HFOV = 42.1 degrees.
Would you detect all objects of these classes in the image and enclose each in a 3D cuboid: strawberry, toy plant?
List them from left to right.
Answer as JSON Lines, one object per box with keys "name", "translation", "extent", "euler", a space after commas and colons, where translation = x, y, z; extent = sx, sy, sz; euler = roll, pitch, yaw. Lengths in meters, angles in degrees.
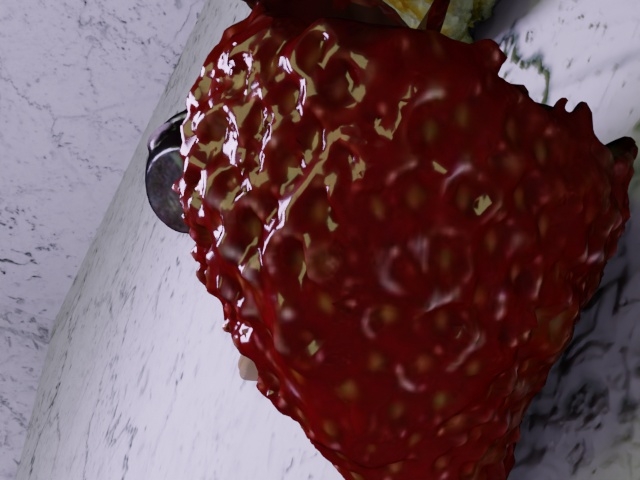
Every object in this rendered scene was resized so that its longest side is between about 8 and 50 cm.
{"name": "toy plant", "translation": [-0.137, -0.100, 1.137], "extent": [0.218, 0.175, 0.235], "euler": [-46, 0, 31]}
{"name": "strawberry", "translation": [0.032, 0.006, 0.453], "extent": [0.257, 0.261, 0.261], "euler": [-60, 21, 8]}

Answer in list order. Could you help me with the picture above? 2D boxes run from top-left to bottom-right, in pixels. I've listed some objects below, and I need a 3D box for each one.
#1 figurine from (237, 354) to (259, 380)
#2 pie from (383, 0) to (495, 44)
{"name": "figurine", "translation": [0.004, 0.001, 0.674], "extent": [0.162, 0.141, 0.236], "euler": [121, 162, -51]}
{"name": "pie", "translation": [0.067, -0.243, 0.736], "extent": [0.090, 0.201, 0.248], "euler": [-43, 27, -5]}
